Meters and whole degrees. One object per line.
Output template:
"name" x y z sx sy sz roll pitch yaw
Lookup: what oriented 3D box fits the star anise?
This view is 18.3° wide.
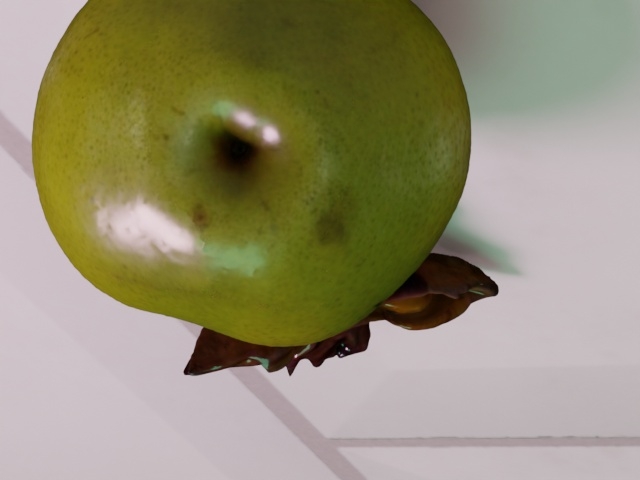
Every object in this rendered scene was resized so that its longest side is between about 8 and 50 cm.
"star anise" -0.009 0.005 1.015 0.158 0.144 0.140 31 103 -40

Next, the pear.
"pear" -0.027 -0.038 0.840 0.180 0.166 0.216 0 177 3
